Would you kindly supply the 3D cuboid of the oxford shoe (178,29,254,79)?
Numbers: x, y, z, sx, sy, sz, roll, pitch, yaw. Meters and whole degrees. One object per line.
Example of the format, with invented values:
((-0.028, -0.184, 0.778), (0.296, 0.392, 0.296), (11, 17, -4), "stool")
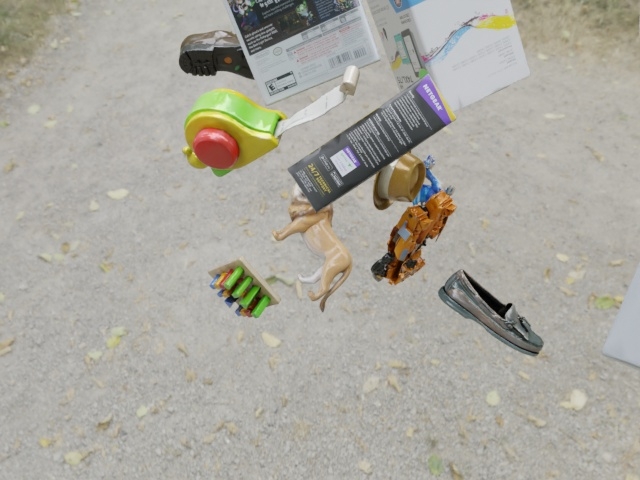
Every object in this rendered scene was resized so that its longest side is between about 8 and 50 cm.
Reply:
((-0.162, -0.378, 1.088), (0.227, 0.083, 0.096), (3, 54, -14), "oxford shoe")

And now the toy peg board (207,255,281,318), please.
((-0.218, 0.140, 1.437), (0.160, 0.161, 0.079), (-21, 26, 45), "toy peg board")

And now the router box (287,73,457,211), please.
((0.076, -0.150, 0.924), (0.242, 0.081, 0.309), (-34, 4, 3), "router box")

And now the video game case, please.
((-0.030, -0.307, 0.785), (0.190, 0.173, 0.022), (-15, 17, 24), "video game case")

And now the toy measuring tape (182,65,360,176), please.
((-0.100, -0.185, 0.787), (0.330, 0.121, 0.121), (-22, 25, 39), "toy measuring tape")

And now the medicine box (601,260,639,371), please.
((0.502, 0.066, 0.604), (0.289, 0.264, 0.149), (22, 0, -25), "medicine box")

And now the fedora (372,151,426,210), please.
((0.196, -0.148, 1.304), (0.079, 0.194, 0.194), (27, 47, 25), "fedora")

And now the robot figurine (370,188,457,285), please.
((0.240, 0.008, 1.442), (0.211, 0.291, 0.085), (-26, 60, -34), "robot figurine")

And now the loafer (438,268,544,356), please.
((0.398, 0.163, 1.237), (0.267, 0.084, 0.096), (31, 22, 0), "loafer")

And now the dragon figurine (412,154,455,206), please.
((0.380, -0.151, 1.941), (0.144, 0.289, 0.085), (25, 14, 28), "dragon figurine")

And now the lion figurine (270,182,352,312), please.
((0.000, 0.000, 1.696), (0.240, 0.142, 0.392), (-30, 91, -4), "lion figurine")

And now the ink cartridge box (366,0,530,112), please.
((0.250, -0.413, 1.096), (0.197, 0.270, 0.198), (-27, 18, -7), "ink cartridge box")
